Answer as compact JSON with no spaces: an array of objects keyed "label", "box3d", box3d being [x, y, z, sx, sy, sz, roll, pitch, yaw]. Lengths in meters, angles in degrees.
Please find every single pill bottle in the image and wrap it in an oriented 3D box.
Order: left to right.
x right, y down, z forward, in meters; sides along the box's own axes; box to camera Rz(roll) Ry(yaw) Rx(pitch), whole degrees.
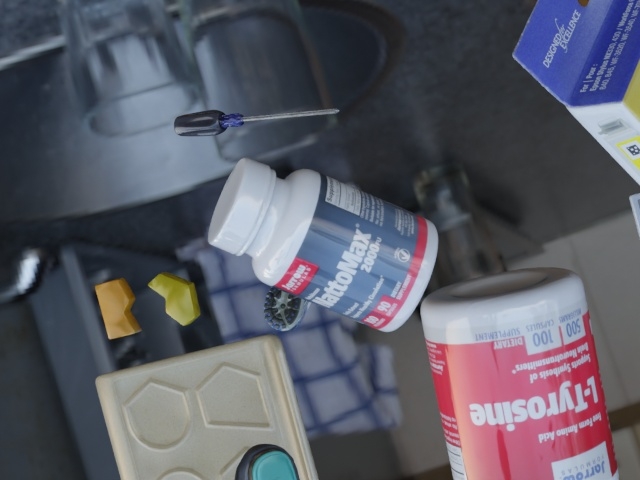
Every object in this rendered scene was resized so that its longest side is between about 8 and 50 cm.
[{"label":"pill bottle","box3d":[0.000,0.000,1.165,0.180,0.108,0.108,22,155,-14]},{"label":"pill bottle","box3d":[0.285,0.257,1.871,0.229,0.408,0.229,-12,-173,1]}]

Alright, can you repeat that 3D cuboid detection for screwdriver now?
[{"label":"screwdriver","box3d":[-0.058,-0.110,1.221,0.170,0.024,0.025,-3,178,23]}]

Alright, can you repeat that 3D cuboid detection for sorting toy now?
[{"label":"sorting toy","box3d":[-0.129,0.177,1.447,0.229,0.307,0.041,-14,-179,18]}]

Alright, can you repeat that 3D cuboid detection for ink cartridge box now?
[{"label":"ink cartridge box","box3d":[0.346,-0.178,1.266,0.072,0.307,0.304,-18,-144,49]}]

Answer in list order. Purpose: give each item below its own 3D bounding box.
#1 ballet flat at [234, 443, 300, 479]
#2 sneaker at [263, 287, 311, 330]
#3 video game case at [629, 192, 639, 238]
[{"label":"ballet flat","box3d":[-0.033,0.274,1.155,0.074,0.203,0.074,-14,178,0]},{"label":"sneaker","box3d":[-0.025,0.036,1.449,0.052,0.135,0.058,16,166,18]},{"label":"video game case","box3d":[0.409,-0.022,1.480,0.122,0.087,0.011,-14,179,2]}]
